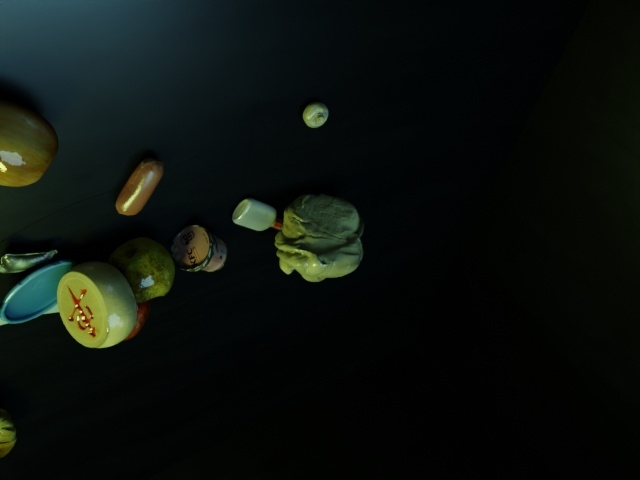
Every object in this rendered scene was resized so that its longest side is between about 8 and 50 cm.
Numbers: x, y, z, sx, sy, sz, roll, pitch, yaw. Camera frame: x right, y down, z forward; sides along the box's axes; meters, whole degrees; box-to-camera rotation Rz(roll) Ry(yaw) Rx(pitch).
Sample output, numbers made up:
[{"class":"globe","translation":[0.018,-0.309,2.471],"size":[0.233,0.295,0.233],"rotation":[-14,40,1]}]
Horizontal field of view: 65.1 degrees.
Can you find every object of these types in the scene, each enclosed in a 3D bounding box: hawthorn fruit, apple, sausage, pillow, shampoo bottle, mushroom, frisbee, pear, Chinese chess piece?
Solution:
[{"class":"hawthorn fruit","translation":[-0.633,0.213,1.612],"size":[0.202,0.185,0.185],"rotation":[-50,152,-18]},{"class":"apple","translation":[-0.662,-0.203,1.049],"size":[0.199,0.199,0.199],"rotation":[-26,146,-19]},{"class":"sausage","translation":[-0.495,-0.147,1.376],"size":[0.077,0.077,0.194],"rotation":[12,122,-51]},{"class":"pillow","translation":[-0.789,0.055,1.346],"size":[0.135,0.055,0.091],"rotation":[-3,128,-47]},{"class":"shampoo bottle","translation":[-0.209,-0.081,1.766],"size":[0.108,0.051,0.221],"rotation":[-50,146,13]},{"class":"mushroom","translation":[-0.014,-0.389,1.560],"size":[0.083,0.067,0.083],"rotation":[-20,145,-15]},{"class":"frisbee","translation":[-0.794,0.136,1.417],"size":[0.242,0.045,0.242],"rotation":[-46,170,-11]},{"class":"pear","translation":[-0.540,0.098,1.519],"size":[0.197,0.197,0.197],"rotation":[-26,146,-19]},{"class":"Chinese chess piece","translation":[-0.635,0.183,1.419],"size":[0.097,0.251,0.251],"rotation":[-24,150,-57]}]

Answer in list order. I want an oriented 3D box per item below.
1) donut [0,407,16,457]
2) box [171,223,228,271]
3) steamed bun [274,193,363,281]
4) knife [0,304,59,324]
[{"class":"donut","translation":[-1.171,0.631,1.587],"size":[0.360,0.170,0.360],"rotation":[-25,146,-18]},{"class":"box","translation":[-0.388,0.034,1.648],"size":[0.151,0.151,0.135],"rotation":[-44,156,9]},{"class":"steamed bun","translation":[-0.004,0.002,1.812],"size":[0.325,0.372,0.230],"rotation":[12,139,-15]},{"class":"knife","translation":[-0.866,0.204,1.484],"size":[0.331,0.044,0.080],"rotation":[-9,128,-47]}]
